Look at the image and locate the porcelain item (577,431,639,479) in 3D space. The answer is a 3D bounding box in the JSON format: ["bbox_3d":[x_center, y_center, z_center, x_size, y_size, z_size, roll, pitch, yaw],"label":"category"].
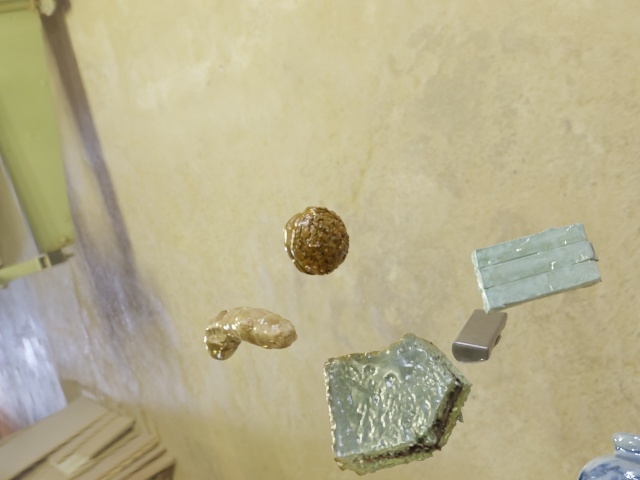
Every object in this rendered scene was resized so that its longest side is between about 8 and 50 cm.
[{"bbox_3d":[0.396,0.385,0.952,0.141,0.141,0.259,-7,65,57],"label":"porcelain item"}]

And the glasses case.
[{"bbox_3d":[0.311,0.182,1.418,0.072,0.190,0.042,-3,104,25],"label":"glasses case"}]

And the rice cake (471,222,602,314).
[{"bbox_3d":[0.368,0.045,1.244,0.038,0.211,0.124,90,169,-70],"label":"rice cake"}]

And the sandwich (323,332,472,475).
[{"bbox_3d":[0.172,0.356,1.636,0.325,0.131,0.262,-22,51,23],"label":"sandwich"}]

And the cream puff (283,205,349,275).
[{"bbox_3d":[0.000,0.000,1.569,0.115,0.165,0.150,-3,91,34],"label":"cream puff"}]

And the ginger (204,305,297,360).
[{"bbox_3d":[-0.099,0.118,0.957,0.288,0.089,0.075,153,120,-68],"label":"ginger"}]
